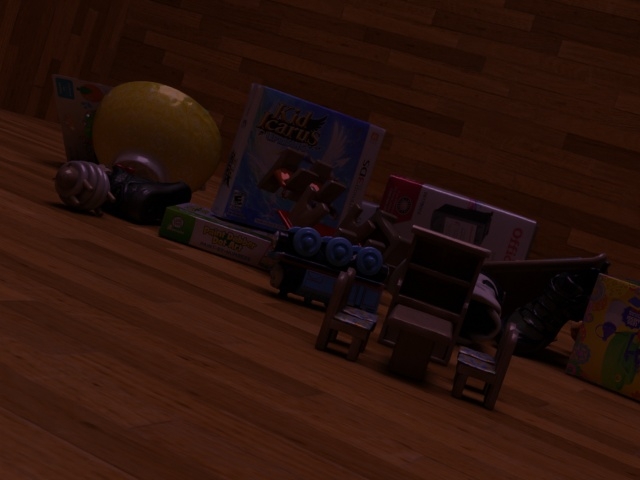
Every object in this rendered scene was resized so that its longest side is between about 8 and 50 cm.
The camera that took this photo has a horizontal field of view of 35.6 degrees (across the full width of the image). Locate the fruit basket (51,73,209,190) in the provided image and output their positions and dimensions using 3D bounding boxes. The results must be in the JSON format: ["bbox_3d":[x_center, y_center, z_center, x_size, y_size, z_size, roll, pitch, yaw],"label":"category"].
[{"bbox_3d":[-0.438,-0.231,2.315,0.353,0.165,0.327,8,-33,-2],"label":"fruit basket"}]

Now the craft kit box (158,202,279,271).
[{"bbox_3d":[-0.144,-0.003,1.766,0.247,0.061,0.250,16,4,0],"label":"craft kit box"}]

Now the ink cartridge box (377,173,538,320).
[{"bbox_3d":[0.255,0.018,1.992,0.306,0.226,0.131,19,5,13],"label":"ink cartridge box"}]

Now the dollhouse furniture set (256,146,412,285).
[{"bbox_3d":[0.029,0.003,1.677,0.259,0.135,0.262,19,31,-47],"label":"dollhouse furniture set"}]

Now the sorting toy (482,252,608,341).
[{"bbox_3d":[0.409,0.107,1.826,0.229,0.041,0.307,-6,-32,13],"label":"sorting toy"}]

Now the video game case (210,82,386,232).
[{"bbox_3d":[-0.036,-0.130,1.826,0.270,0.244,0.061,15,5,-30],"label":"video game case"}]

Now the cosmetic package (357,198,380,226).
[{"bbox_3d":[0.057,-0.019,2.126,0.151,0.151,0.184,22,7,39],"label":"cosmetic package"}]

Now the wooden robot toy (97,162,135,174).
[{"bbox_3d":[-0.383,-0.100,1.910,0.173,0.076,0.079,13,18,-46],"label":"wooden robot toy"}]

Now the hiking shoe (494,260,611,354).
[{"bbox_3d":[0.383,0.103,1.658,0.227,0.114,0.086,-26,48,-22],"label":"hiking shoe"}]

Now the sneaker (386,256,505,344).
[{"bbox_3d":[0.234,0.115,1.593,0.146,0.122,0.330,42,15,29],"label":"sneaker"}]

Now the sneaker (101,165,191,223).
[{"bbox_3d":[-0.324,-0.085,1.818,0.130,0.087,0.227,26,12,16],"label":"sneaker"}]

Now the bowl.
[{"bbox_3d":[-0.365,-0.176,2.118,0.290,0.289,0.156,18,47,-2],"label":"bowl"}]

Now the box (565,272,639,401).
[{"bbox_3d":[0.600,0.187,1.640,0.290,0.177,0.279,21,6,29],"label":"box"}]

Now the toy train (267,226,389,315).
[{"bbox_3d":[0.009,0.046,1.437,0.184,0.105,0.080,17,-4,-18],"label":"toy train"}]

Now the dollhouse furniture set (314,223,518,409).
[{"bbox_3d":[0.133,0.075,1.215,0.212,0.161,0.242,19,5,7],"label":"dollhouse furniture set"}]

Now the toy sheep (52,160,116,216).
[{"bbox_3d":[-0.386,-0.087,1.640,0.091,0.091,0.132,21,-9,28],"label":"toy sheep"}]
